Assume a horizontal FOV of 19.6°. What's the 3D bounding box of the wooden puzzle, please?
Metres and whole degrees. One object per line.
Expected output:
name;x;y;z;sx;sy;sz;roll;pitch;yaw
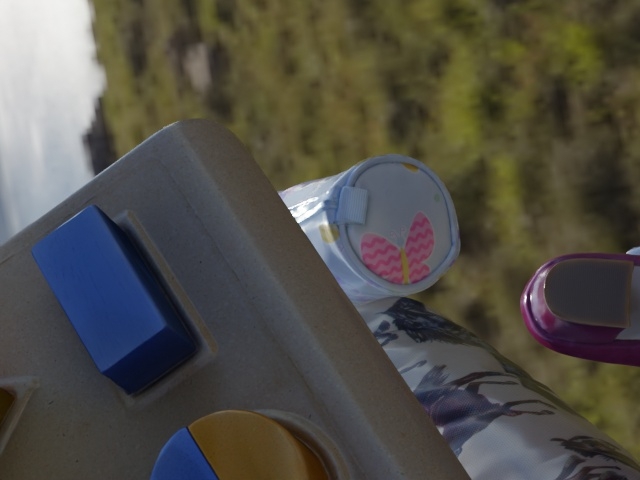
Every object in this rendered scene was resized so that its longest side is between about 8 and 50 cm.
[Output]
wooden puzzle;-0.130;0.124;1.035;0.322;0.348;0.080;56;178;27

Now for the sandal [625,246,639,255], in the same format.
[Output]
sandal;0.306;0.098;1.241;0.265;0.076;0.102;30;169;20

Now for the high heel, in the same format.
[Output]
high heel;0.237;0.052;1.062;0.117;0.244;0.082;79;-165;-82

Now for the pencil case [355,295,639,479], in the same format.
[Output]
pencil case;0.110;0.182;1.223;0.183;0.160;0.410;-62;30;7

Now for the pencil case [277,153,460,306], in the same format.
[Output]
pencil case;0.000;0.000;1.551;0.273;0.124;0.113;-12;49;59
